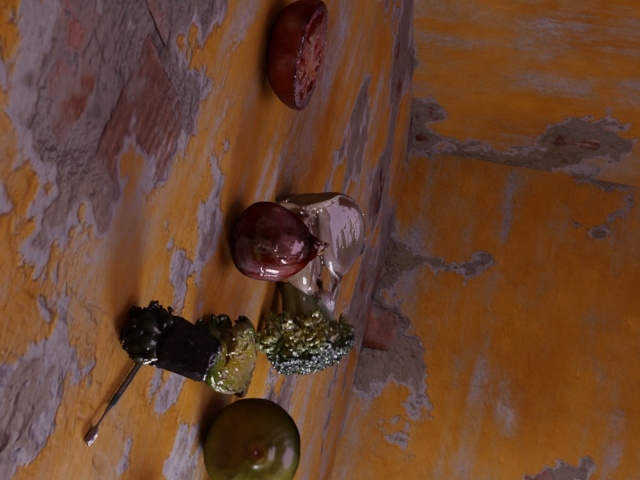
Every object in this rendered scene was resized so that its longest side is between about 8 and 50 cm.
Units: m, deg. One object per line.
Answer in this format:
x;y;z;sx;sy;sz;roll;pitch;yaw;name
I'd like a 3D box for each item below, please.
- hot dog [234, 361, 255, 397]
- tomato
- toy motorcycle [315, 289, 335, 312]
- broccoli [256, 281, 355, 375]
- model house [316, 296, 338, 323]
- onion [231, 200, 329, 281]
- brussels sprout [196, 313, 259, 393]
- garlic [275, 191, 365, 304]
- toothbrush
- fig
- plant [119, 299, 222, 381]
-0.173;0.308;1.652;0.034;0.030;0.090;66;36;-56;hot dog
-0.051;-0.373;1.470;0.225;0.085;0.224;13;90;-82;tomato
-0.002;0.271;2.303;0.112;0.113;0.254;-46;144;-69;toy motorcycle
-0.057;0.217;1.839;0.247;0.263;0.243;-28;-108;63;broccoli
-0.035;0.250;2.033;0.127;0.149;0.100;56;19;0;model house
-0.077;0.006;1.430;0.159;0.195;0.159;-171;-90;-81;onion
-0.180;0.217;1.387;0.139;0.101;0.181;-58;159;-35;brussels sprout
0.000;0.000;1.754;0.237;0.210;0.291;-81;163;-58;garlic
-0.293;0.228;1.057;0.167;0.011;0.014;-64;166;-50;toothbrush
-0.136;0.434;1.527;0.230;0.207;0.207;68;35;-68;fig
-0.216;0.146;1.056;0.092;0.143;0.094;132;-20;-77;plant
